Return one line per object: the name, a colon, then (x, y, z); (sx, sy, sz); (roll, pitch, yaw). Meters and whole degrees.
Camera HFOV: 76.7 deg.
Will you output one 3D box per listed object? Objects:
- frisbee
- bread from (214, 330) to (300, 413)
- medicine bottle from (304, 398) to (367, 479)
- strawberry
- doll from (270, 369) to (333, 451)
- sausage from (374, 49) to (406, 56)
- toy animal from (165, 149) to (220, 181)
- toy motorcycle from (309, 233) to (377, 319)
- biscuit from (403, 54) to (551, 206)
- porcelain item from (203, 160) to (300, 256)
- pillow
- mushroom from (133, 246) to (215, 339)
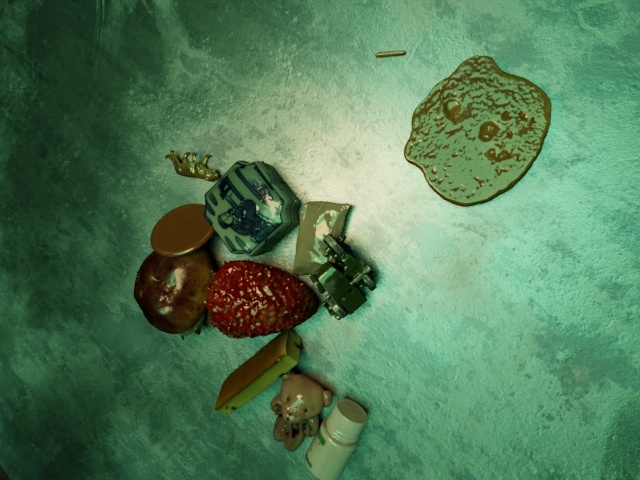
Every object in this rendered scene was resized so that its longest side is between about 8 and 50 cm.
frisbee: (-0.491, -0.043, 1.451); (0.251, 0.021, 0.250); (-6, 50, 7)
bread: (-0.218, 0.460, 1.411); (0.361, 0.138, 0.077); (-41, 110, 18)
medicine bottle: (0.053, 0.652, 1.332); (0.139, 0.139, 0.236); (27, 102, 16)
strawberry: (-0.195, 0.195, 1.315); (0.344, 0.292, 0.292); (2, 94, 22)
doll: (-0.095, 0.603, 1.376); (0.201, 0.156, 0.303); (24, 105, 16)
sausage: (0.217, -0.580, 1.257); (0.100, 0.015, 0.015); (3, 95, 18)
toy animal: (-0.479, -0.277, 1.498); (0.241, 0.057, 0.099); (9, 97, 18)
toy motorcycle: (0.058, 0.114, 1.266); (0.205, 0.127, 0.275); (-42, 110, 1)
biscuit: (0.443, -0.304, 1.171); (0.365, 0.062, 0.385); (43, 106, 14)
porcelain item: (-0.234, -0.108, 1.373); (0.286, 0.157, 0.281); (-40, 79, 17)
pillow: (0.000, 0.000, 1.344); (0.173, 0.067, 0.270); (10, 99, 19)
mushroom: (-0.524, 0.180, 1.487); (0.346, 0.259, 0.345); (-11, 62, 21)
